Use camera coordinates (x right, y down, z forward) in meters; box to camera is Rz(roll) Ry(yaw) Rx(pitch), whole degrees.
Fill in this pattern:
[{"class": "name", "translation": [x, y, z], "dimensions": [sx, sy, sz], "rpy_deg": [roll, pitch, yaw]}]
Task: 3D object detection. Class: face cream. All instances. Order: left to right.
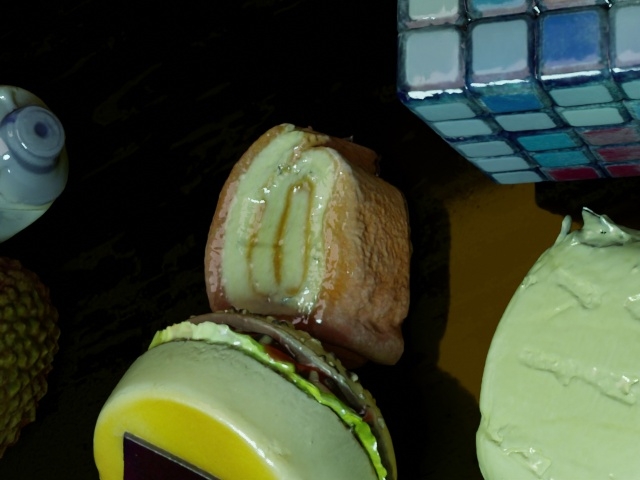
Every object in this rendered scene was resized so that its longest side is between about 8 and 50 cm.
[{"class": "face cream", "translation": [-0.459, -0.066, 1.763], "dimensions": [0.420, 0.137, 0.235], "rpy_deg": [-21, 69, 39]}]

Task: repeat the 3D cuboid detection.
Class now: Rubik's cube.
[{"class": "Rubik's cube", "translation": [0.240, -0.222, 1.210], "dimensions": [0.287, 0.292, 0.293], "rpy_deg": [-4, 78, 22]}]

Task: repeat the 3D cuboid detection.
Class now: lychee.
[{"class": "lychee", "translation": [-0.412, 0.135, 1.605], "dimensions": [0.271, 0.236, 0.236], "rpy_deg": [-44, 56, -13]}]

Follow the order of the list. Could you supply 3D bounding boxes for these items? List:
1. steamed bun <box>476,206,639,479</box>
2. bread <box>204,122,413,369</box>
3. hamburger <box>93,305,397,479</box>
[{"class": "steamed bun", "translation": [0.262, 0.125, 1.212], "dimensions": [0.232, 0.166, 0.273], "rpy_deg": [7, 76, 46]}, {"class": "bread", "translation": [-0.011, 0.000, 1.438], "dimensions": [0.190, 0.123, 0.244], "rpy_deg": [-5, 75, 33]}, {"class": "hamburger", "translation": [-0.065, 0.205, 1.351], "dimensions": [0.300, 0.176, 0.300], "rpy_deg": [16, 124, 25]}]
